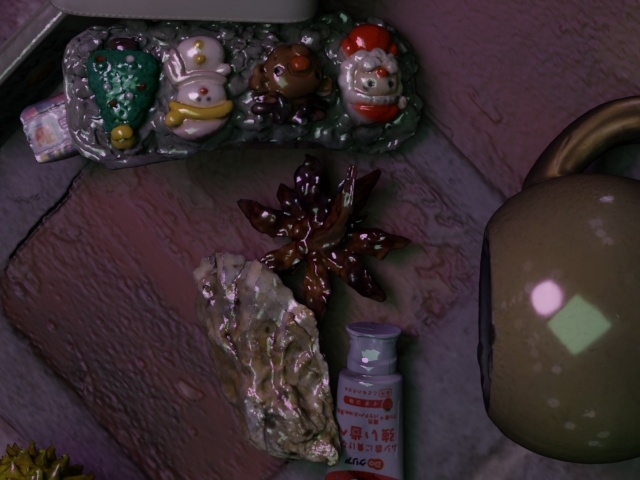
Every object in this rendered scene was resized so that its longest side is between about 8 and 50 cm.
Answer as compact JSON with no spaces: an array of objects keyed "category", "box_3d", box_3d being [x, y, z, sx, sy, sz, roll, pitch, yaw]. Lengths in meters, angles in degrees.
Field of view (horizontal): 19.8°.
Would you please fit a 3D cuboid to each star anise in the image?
[{"category":"star anise","box_3d":[0.000,-0.001,1.673,0.168,0.057,0.168,4,102,19]}]

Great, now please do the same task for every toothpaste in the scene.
[{"category":"toothpaste","box_3d":[0.043,0.193,1.677,0.089,0.057,0.234,6,102,14]}]

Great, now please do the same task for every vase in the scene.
[{"category":"vase","box_3d":[0.285,0.025,1.539,0.302,0.241,0.329,0,67,2]}]

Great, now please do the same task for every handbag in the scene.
[{"category":"handbag","box_3d":[-0.125,-0.260,1.609,0.256,0.219,0.079,1,119,-9]}]

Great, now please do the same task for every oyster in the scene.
[{"category":"oyster","box_3d":[-0.061,0.110,1.666,0.133,0.072,0.209,-11,101,37]}]

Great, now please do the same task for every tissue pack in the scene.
[{"category":"tissue pack","box_3d":[-0.188,-0.123,1.682,0.148,0.108,0.060,-22,92,13]}]

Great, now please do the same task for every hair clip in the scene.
[{"category":"hair clip","box_3d":[-0.056,-0.137,1.590,0.321,0.091,0.138,-5,90,-19]}]

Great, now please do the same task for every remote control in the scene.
[{"category":"remote control","box_3d":[-0.282,-0.145,1.700,0.285,0.123,0.038,-42,82,10]}]

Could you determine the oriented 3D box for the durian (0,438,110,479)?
[{"category":"durian","box_3d":[-0.260,0.329,1.664,0.291,0.224,0.291,2,98,10]}]
